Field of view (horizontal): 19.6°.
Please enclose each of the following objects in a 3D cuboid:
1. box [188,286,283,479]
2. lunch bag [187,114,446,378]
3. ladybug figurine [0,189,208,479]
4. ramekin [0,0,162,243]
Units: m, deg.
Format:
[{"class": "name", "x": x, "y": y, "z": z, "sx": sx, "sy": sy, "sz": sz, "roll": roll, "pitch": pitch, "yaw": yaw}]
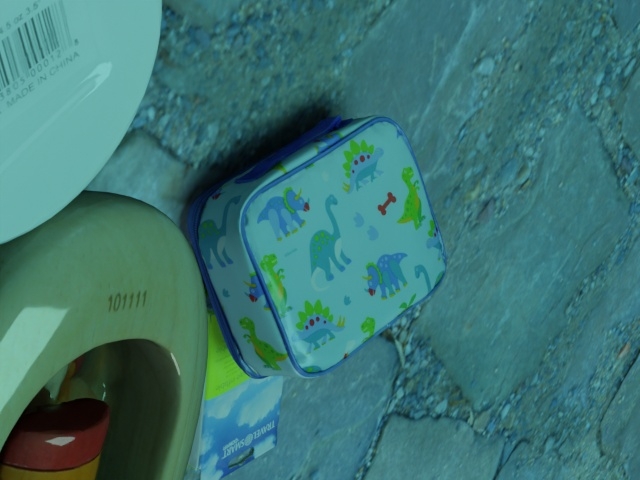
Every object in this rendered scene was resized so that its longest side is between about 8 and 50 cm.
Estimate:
[{"class": "box", "x": -0.077, "y": 0.115, "z": 1.589, "sx": 0.109, "sy": 0.042, "sz": 0.178, "roll": -26, "pitch": 132, "yaw": -45}, {"class": "lunch bag", "x": 0.000, "y": 0.000, "z": 1.531, "sx": 0.219, "sy": 0.090, "sz": 0.176, "roll": -35, "pitch": 111, "yaw": -40}, {"class": "ladybug figurine", "x": -0.227, "y": 0.162, "z": 1.287, "sx": 0.305, "sy": 0.162, "sz": 0.449, "roll": -8, "pitch": 120, "yaw": -55}, {"class": "ramekin", "x": -0.222, "y": -0.128, "z": 1.110, "sx": 0.277, "sy": 0.135, "sz": 0.277, "roll": -35, "pitch": 139, "yaw": -37}]
